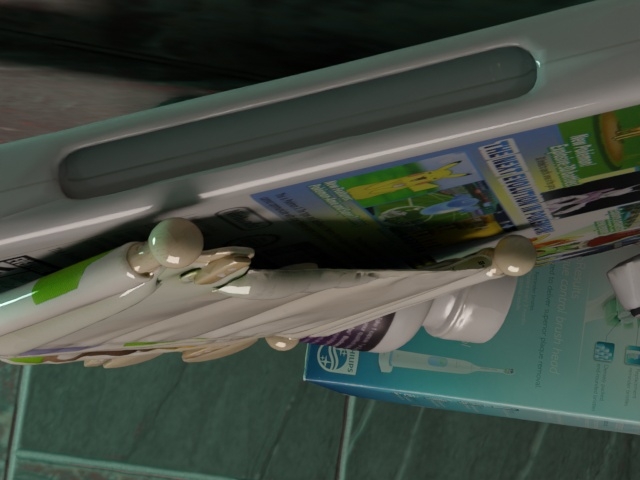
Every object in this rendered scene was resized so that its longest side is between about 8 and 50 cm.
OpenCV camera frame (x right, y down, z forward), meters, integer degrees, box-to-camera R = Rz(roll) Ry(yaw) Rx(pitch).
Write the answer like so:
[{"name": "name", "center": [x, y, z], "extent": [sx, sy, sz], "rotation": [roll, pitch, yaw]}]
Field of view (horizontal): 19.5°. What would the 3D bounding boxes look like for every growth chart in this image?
[{"name": "growth chart", "center": [-0.035, 0.024, 0.676], "extent": [0.172, 0.021, 0.237], "rotation": [-18, 169, 36]}]

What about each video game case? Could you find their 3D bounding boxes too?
[{"name": "video game case", "center": [0.022, -0.014, 0.697], "extent": [0.300, 0.036, 0.329], "rotation": [-13, 170, 9]}]

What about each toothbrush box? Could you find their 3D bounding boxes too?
[{"name": "toothbrush box", "center": [0.154, 0.062, 1.276], "extent": [0.295, 0.126, 0.216], "rotation": [8, 174, 10]}]

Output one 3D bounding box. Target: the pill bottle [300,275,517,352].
[{"name": "pill bottle", "center": [0.000, 0.000, 0.967], "extent": [0.193, 0.108, 0.108], "rotation": [10, 174, -16]}]

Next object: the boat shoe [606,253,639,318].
[{"name": "boat shoe", "center": [0.230, 0.033, 0.869], "extent": [0.108, 0.102, 0.301], "rotation": [-20, 180, -19]}]
